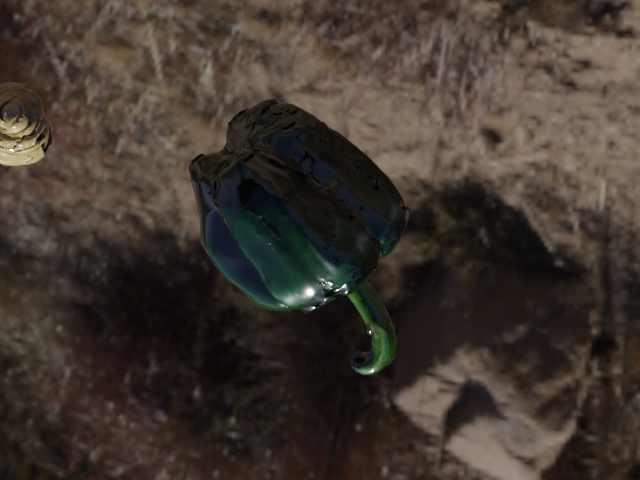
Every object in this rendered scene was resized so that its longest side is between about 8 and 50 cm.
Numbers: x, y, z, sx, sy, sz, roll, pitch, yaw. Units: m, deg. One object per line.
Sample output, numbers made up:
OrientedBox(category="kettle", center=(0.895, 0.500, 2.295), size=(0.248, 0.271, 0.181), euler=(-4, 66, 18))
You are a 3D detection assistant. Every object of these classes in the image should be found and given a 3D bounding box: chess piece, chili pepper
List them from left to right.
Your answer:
OrientedBox(category="chess piece", center=(-0.232, -0.088, 1.116), size=(0.060, 0.060, 0.172), euler=(18, 177, -11))
OrientedBox(category="chili pepper", center=(0.000, 0.000, 1.339), size=(0.261, 0.165, 0.174), euler=(47, 151, -16))
